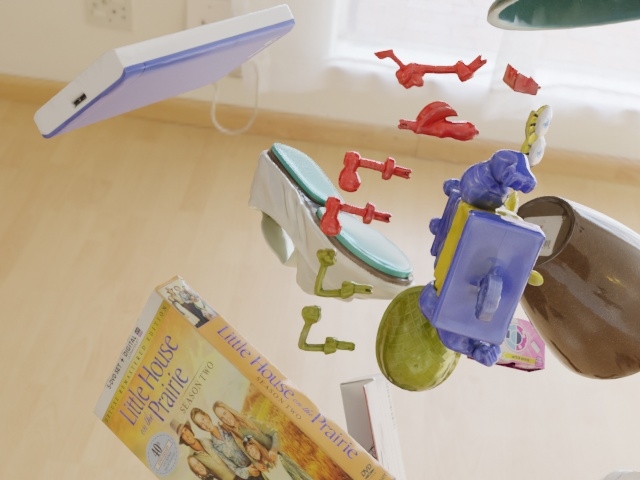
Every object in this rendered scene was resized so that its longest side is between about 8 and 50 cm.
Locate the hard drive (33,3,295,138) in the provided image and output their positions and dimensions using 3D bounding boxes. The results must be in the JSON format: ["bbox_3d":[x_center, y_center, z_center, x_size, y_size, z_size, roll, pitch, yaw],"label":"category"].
[{"bbox_3d":[-0.204,-0.232,1.096,0.319,0.210,0.040,-33,98,-46],"label":"hard drive"}]

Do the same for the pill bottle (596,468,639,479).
[{"bbox_3d":[0.536,0.462,1.445,0.094,0.169,0.094,0,64,0],"label":"pill bottle"}]

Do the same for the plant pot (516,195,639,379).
[{"bbox_3d":[0.347,0.044,1.092,0.230,0.215,0.215,37,27,-37],"label":"plant pot"}]

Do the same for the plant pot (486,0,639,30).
[{"bbox_3d":[0.325,-0.419,0.834,0.341,0.333,0.341,-7,3,0],"label":"plant pot"}]

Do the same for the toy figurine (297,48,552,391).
[{"bbox_3d":[0.101,0.028,0.723,0.191,0.362,0.217,14,22,-9],"label":"toy figurine"}]

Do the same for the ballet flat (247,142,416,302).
[{"bbox_3d":[0.000,0.000,1.112,0.139,0.139,0.400,-13,34,-20],"label":"ballet flat"}]

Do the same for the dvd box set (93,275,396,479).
[{"bbox_3d":[-0.130,0.294,1.178,0.420,0.307,0.062,42,35,12],"label":"dvd box set"}]

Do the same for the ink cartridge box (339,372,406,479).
[{"bbox_3d":[0.086,0.363,1.260,0.066,0.261,0.296,-12,82,11],"label":"ink cartridge box"}]

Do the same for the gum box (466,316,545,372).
[{"bbox_3d":[0.427,0.233,1.875,0.189,0.062,0.107,15,68,-20],"label":"gum box"}]
